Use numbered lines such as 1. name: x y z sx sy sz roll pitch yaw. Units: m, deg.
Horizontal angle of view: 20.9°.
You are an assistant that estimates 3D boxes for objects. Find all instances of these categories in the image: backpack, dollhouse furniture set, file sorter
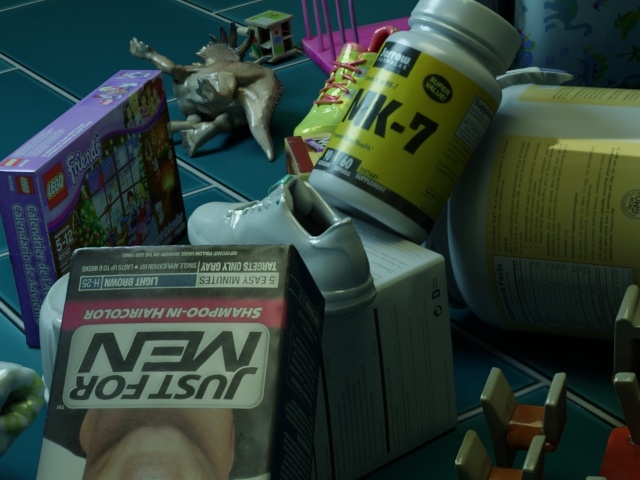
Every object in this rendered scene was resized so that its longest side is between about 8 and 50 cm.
1. backpack: 0.321 -0.304 2.233 0.355 0.290 0.273 -18 34 -37
2. dollhouse furniture set: 0.270 0.165 1.389 0.262 0.135 0.259 2 37 22
3. file sorter: 0.097 -0.332 2.432 0.202 0.182 0.291 -13 25 -12

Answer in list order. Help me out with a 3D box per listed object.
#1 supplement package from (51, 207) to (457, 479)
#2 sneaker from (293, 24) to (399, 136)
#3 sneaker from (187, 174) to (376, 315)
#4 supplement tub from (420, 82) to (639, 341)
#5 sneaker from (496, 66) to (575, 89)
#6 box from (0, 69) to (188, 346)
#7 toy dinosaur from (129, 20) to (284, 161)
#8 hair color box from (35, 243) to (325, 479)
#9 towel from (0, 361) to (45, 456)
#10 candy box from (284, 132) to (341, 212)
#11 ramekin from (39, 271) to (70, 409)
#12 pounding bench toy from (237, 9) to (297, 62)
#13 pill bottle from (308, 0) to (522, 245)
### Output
1. supplement package: -0.051 0.115 1.486 0.293 0.175 0.177 -23 31 -32
2. sneaker: 0.033 -0.173 1.959 0.081 0.094 0.208 4 35 41
3. sneaker: -0.034 -0.014 1.436 0.080 0.094 0.212 -28 33 -35
4. supplement tub: 0.264 -0.024 1.626 0.331 0.241 0.241 6 27 27
5. sneaker: 0.142 -0.154 2.090 0.315 0.127 0.182 -14 27 -11
6. box: -0.238 -0.040 1.857 0.057 0.201 0.293 2 26 22
7. toy dinosaur: -0.117 -0.202 2.292 0.200 0.127 0.295 -17 30 -37
8. hair color box: -0.103 0.178 1.215 0.174 0.105 0.347 -2 64 14
9. towel: -0.461 0.207 1.468 0.320 0.090 0.374 2 27 40
10. candy box: 0.000 0.000 1.713 0.053 0.187 0.109 -7 23 -6
11. ramekin: -0.171 0.090 1.661 0.207 0.109 0.207 -6 24 3
12. pounding bench toy: -0.083 -0.291 2.536 0.083 0.065 0.052 -26 31 -35
13. pill bottle: 0.087 -0.111 1.543 0.119 0.208 0.119 28 -5 3
